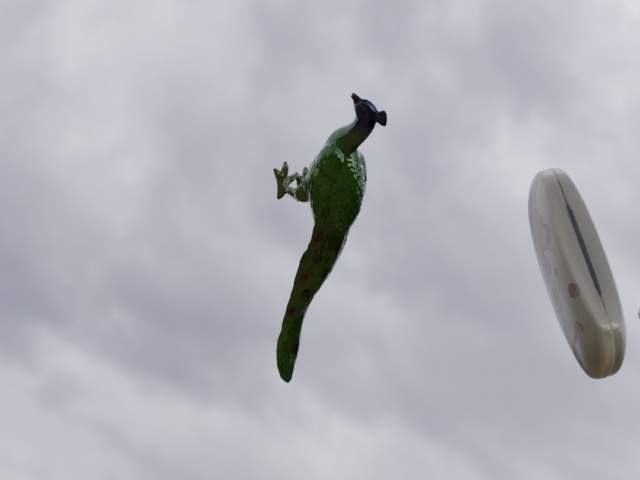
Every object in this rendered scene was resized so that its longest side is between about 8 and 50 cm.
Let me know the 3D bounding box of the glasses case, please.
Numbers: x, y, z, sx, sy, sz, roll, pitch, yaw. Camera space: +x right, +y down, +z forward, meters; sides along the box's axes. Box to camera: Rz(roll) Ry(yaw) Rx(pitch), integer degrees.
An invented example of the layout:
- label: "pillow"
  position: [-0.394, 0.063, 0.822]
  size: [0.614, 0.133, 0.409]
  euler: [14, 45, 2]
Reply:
- label: "glasses case"
  position: [0.229, 0.028, 1.560]
  size: [0.051, 0.204, 0.081]
  euler: [-9, -32, -11]

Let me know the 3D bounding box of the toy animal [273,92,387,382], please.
- label: "toy animal"
  position: [-0.009, -0.009, 1.228]
  size: [0.041, 0.075, 0.217]
  euler: [2, -62, -40]

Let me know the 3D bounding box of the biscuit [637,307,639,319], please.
- label: "biscuit"
  position: [0.239, -0.024, 0.541]
  size: [0.289, 0.202, 0.044]
  euler: [-26, -85, 11]
